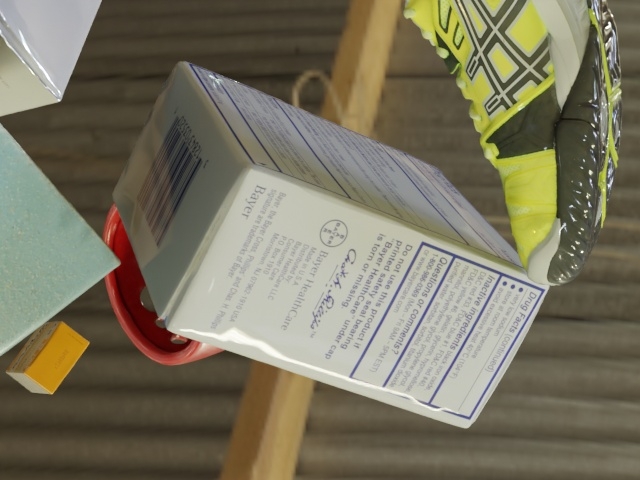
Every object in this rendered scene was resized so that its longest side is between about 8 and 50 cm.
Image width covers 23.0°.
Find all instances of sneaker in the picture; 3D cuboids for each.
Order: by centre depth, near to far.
[{"bbox_3d":[0.147,-0.155,1.202,0.147,0.385,0.145,-3,-170,17],"label":"sneaker"}]

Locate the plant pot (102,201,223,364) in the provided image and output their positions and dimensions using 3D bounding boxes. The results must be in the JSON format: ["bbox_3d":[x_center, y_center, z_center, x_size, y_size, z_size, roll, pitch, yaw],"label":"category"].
[{"bbox_3d":[-0.112,0.019,1.665,0.174,0.191,0.191,-18,-139,-39],"label":"plant pot"}]

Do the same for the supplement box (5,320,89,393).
[{"bbox_3d":[-0.263,0.112,1.509,0.036,0.098,0.062,39,-107,-14],"label":"supplement box"}]

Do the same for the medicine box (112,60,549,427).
[{"bbox_3d":[0.000,0.000,1.326,0.289,0.149,0.263,21,-164,-24],"label":"medicine box"}]

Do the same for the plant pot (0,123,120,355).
[{"bbox_3d":[-0.362,-0.015,1.228,0.252,0.248,0.247,-45,-128,-9],"label":"plant pot"}]

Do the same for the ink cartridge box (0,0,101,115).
[{"bbox_3d":[-0.363,-0.215,1.514,0.289,0.121,0.211,-9,-132,28],"label":"ink cartridge box"}]
